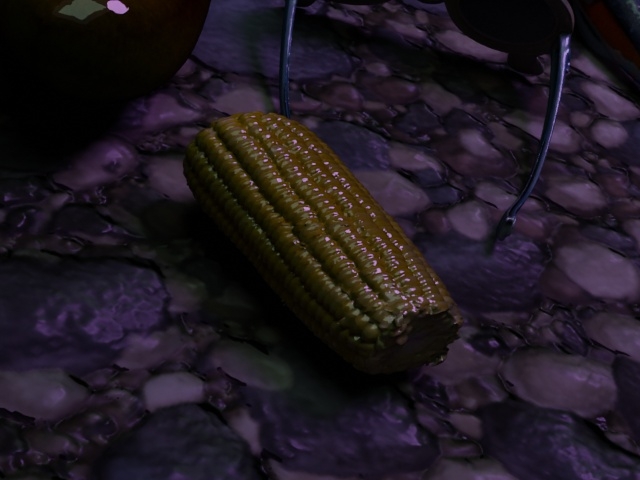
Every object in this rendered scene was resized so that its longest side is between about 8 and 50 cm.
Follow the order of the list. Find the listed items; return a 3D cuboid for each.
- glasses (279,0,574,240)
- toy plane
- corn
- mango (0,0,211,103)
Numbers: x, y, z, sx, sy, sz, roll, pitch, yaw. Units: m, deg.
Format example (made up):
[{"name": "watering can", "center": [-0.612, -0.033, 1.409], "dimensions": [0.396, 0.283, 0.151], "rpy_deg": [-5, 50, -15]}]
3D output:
[{"name": "glasses", "center": [0.067, -0.105, 0.906], "dimensions": [0.190, 0.088, 0.220], "rpy_deg": [15, 37, -8]}, {"name": "toy plane", "center": [0.193, -0.230, 1.114], "dimensions": [0.223, 0.104, 0.326], "rpy_deg": [25, 28, -48]}, {"name": "corn", "center": [0.000, 0.000, 0.760], "dimensions": [0.085, 0.063, 0.165], "rpy_deg": [14, 30, -52]}, {"name": "mango", "center": [-0.125, -0.158, 0.858], "dimensions": [0.133, 0.111, 0.267], "rpy_deg": [29, 33, -16]}]
